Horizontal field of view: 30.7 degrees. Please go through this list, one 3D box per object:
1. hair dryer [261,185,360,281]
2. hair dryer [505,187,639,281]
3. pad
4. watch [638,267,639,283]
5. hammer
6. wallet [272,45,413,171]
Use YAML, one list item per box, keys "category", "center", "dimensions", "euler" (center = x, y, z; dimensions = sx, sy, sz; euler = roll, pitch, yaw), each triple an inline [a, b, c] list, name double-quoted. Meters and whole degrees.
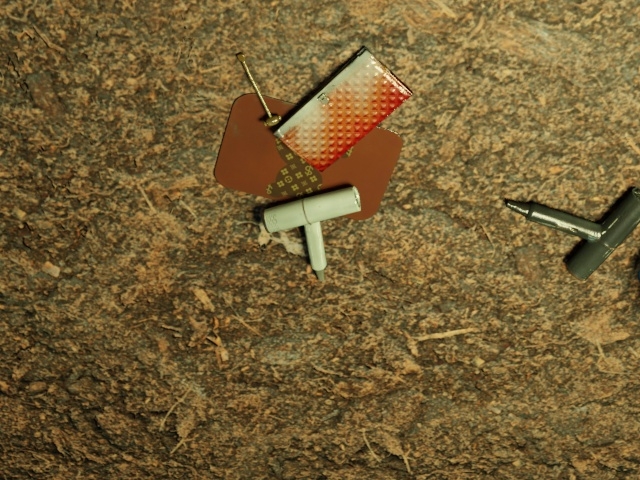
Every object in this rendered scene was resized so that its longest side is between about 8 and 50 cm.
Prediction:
- category: "hair dryer"
  center: [0.008, -0.001, 1.867]
  dimensions: [0.155, 0.044, 0.183]
  euler: [-13, 133, 14]
- category: "hair dryer"
  center: [0.395, -0.042, 1.827]
  dimensions: [0.195, 0.050, 0.173]
  euler: [28, 120, -16]
- category: "pad"
  center: [-0.020, -0.125, 1.792]
  dimensions: [0.267, 0.004, 0.181]
  euler: [14, 126, -9]
- category: "watch"
  center: [0.607, 0.055, 1.836]
  dimensions: [0.196, 0.171, 0.200]
  euler: [1, 142, -1]
- category: "hammer"
  center: [-0.093, -0.221, 1.710]
  dimensions: [0.029, 0.014, 0.123]
  euler: [-24, 119, 5]
- category: "wallet"
  center: [0.032, -0.189, 1.726]
  dimensions: [0.103, 0.020, 0.196]
  euler: [39, 117, -24]
